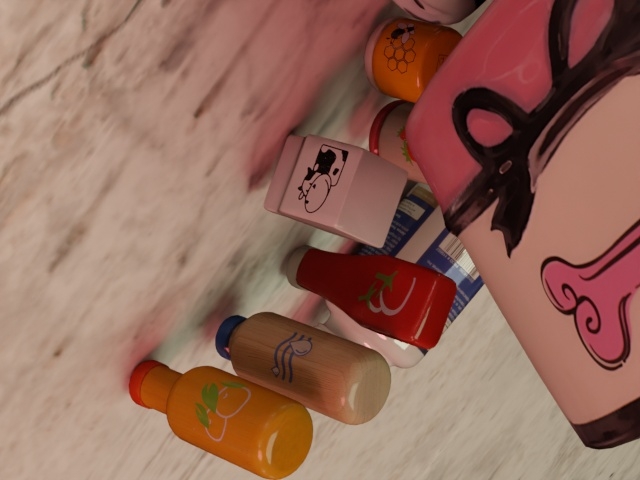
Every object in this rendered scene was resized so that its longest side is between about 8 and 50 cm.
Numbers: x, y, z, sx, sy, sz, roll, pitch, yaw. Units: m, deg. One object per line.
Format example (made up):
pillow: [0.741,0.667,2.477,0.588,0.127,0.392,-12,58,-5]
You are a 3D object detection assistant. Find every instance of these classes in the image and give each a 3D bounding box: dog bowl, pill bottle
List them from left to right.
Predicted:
pill bottle: [0.046,0.029,0.982,0.120,0.067,0.067,-50,154,-4]
dog bowl: [0.201,-0.110,0.695,0.408,0.150,0.408,-45,176,-4]

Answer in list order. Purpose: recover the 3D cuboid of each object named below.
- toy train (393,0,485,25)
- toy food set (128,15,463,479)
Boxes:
toy train: [0.135,-0.230,0.732,0.334,0.142,0.190,-47,163,-11]
toy food set: [0.000,0.000,0.878,0.111,0.104,0.232,22,87,-50]
